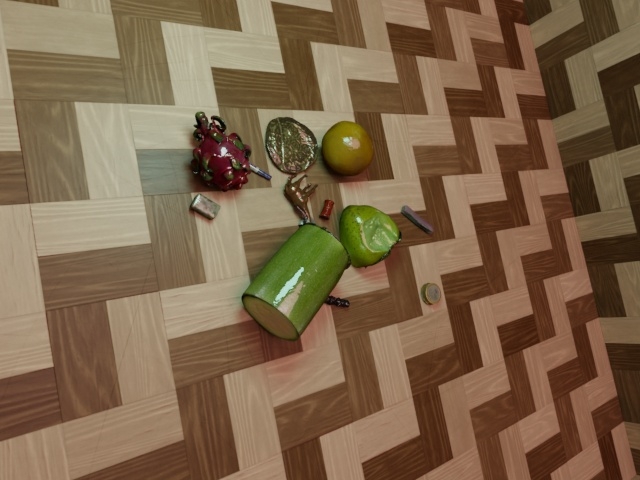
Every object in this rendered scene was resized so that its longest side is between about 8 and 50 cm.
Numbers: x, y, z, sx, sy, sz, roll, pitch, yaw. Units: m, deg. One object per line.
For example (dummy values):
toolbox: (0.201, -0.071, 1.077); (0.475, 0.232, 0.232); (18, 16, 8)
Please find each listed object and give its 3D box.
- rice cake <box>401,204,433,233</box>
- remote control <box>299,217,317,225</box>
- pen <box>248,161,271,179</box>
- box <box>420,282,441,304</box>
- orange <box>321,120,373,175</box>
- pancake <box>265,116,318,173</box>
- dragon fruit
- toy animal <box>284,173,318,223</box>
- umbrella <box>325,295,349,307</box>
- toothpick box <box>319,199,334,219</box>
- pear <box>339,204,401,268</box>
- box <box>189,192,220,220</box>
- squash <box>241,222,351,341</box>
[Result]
rice cake: (0.474, -0.100, 2.217); (0.207, 0.036, 0.047); (36, 59, -20)
remote control: (0.000, 0.000, 1.897); (0.073, 0.044, 0.229); (-40, 101, -29)
pen: (-0.281, -0.296, 1.792); (0.204, 0.025, 0.025); (28, 67, -25)
box: (0.529, 0.254, 2.180); (0.106, 0.037, 0.105); (7, 76, -31)
orange: (0.115, -0.392, 1.947); (0.236, 0.236, 0.236); (7, 77, -31)
pancake: (-0.118, -0.400, 1.903); (0.250, 0.031, 0.250); (8, 74, -29)
dragon fruit: (-0.363, -0.317, 1.660); (0.198, 0.218, 0.272); (34, 47, -73)
toy animal: (-0.065, -0.146, 1.865); (0.224, 0.066, 0.229); (36, 54, -20)
umbrella: (0.057, 0.252, 1.886); (0.144, 0.037, 0.040); (17, 51, -29)
toothpick box: (0.028, -0.132, 1.938); (0.047, 0.047, 0.083); (28, 67, -24)
pear: (0.204, -0.052, 1.970); (0.292, 0.159, 0.292); (7, 75, -28)
box: (-0.420, -0.122, 1.660); (0.098, 0.045, 0.062); (31, 67, -25)
squash: (-0.079, 0.145, 1.693); (0.263, 0.263, 0.384); (47, 60, -16)
